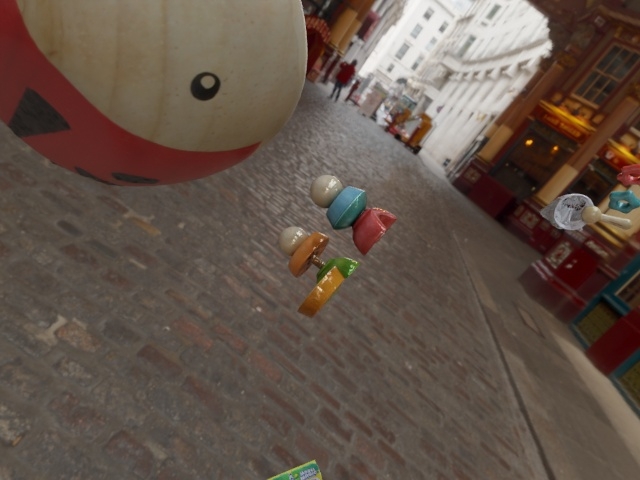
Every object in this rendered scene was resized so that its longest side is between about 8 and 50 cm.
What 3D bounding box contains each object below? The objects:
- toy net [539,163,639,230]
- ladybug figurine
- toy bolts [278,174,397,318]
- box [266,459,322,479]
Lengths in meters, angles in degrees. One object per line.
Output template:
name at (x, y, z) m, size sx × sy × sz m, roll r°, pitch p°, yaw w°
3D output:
toy net at (0.429, -0.047, 0.697) m, size 0.122 × 0.045 × 0.232 m, roll 46°, pitch -28°, yaw -25°
ladybug figurine at (-0.204, -0.165, 0.442) m, size 0.449 × 0.162 × 0.305 m, roll 1°, pitch -41°, yaw 52°
toy bolts at (0.000, 0.000, 0.839) m, size 0.158 × 0.229 × 0.218 m, roll 40°, pitch 23°, yaw 7°
box at (-0.041, 0.510, 0.919) m, size 0.105 × 0.179 × 0.043 m, roll -16°, pitch 24°, yaw -14°
